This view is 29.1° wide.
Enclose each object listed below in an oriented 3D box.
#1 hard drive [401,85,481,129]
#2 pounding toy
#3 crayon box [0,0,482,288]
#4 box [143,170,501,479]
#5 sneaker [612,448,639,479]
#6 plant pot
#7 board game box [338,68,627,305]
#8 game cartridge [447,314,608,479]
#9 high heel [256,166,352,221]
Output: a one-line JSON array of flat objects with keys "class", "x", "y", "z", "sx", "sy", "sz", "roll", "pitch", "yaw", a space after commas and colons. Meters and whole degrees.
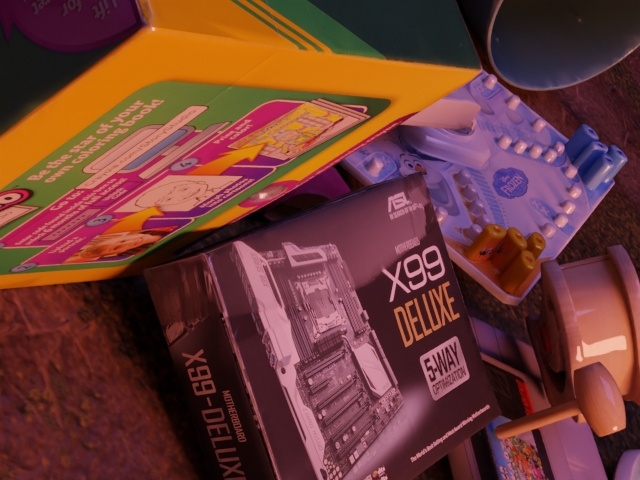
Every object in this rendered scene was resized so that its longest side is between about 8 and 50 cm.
[{"class": "hard drive", "x": 0.014, "y": -0.237, "z": 1.280, "sx": 0.203, "sy": 0.040, "sz": 0.307, "roll": 1, "pitch": 45, "yaw": -40}, {"class": "pounding toy", "x": 0.223, "y": 0.095, "z": 1.167, "sx": 0.269, "sy": 0.155, "sz": 0.154, "roll": 81, "pitch": -4, "yaw": -88}, {"class": "crayon box", "x": -0.130, "y": -0.078, "z": 0.798, "sx": 0.313, "sy": 0.363, "sz": 0.106, "roll": -3, "pitch": 69, "yaw": -52}, {"class": "box", "x": 0.015, "y": 0.092, "z": 1.038, "sx": 0.307, "sy": 0.076, "sz": 0.242, "roll": -21, "pitch": 95, "yaw": -51}, {"class": "sneaker", "x": 0.415, "y": 0.283, "z": 1.362, "sx": 0.256, "sy": 0.151, "sz": 0.094, "roll": -11, "pitch": 106, "yaw": -57}, {"class": "plant pot", "x": 0.306, "y": -0.389, "z": 1.674, "sx": 0.293, "sy": 0.293, "sz": 0.235, "roll": 16, "pitch": 36, "yaw": -45}, {"class": "board game box", "x": 0.136, "y": -0.141, "z": 1.353, "sx": 0.390, "sy": 0.050, "sz": 0.390, "roll": 41, "pitch": 34, "yaw": 7}, {"class": "game cartridge", "x": 0.218, "y": 0.244, "z": 1.217, "sx": 0.230, "sy": 0.068, "sz": 0.355, "roll": 31, "pitch": 35, "yaw": -40}, {"class": "high heel", "x": 0.000, "y": 0.000, "z": 1.165, "sx": 0.244, "sy": 0.082, "sz": 0.117, "roll": 30, "pitch": 47, "yaw": -45}]
